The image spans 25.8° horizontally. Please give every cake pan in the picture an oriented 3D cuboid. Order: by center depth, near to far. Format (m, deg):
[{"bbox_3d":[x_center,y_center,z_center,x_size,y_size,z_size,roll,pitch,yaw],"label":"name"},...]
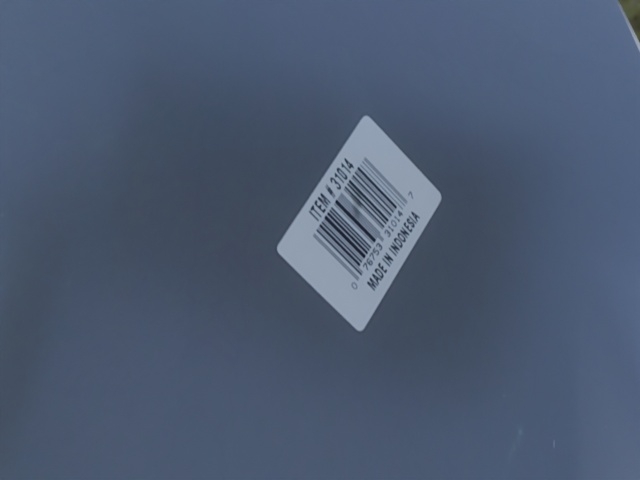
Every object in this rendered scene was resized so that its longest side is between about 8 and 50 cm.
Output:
[{"bbox_3d":[0.000,0.000,0.390,0.293,0.054,0.293,6,79,-35],"label":"cake pan"}]
